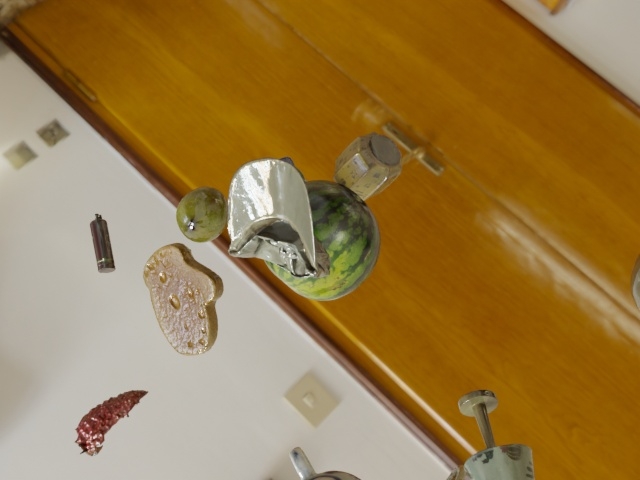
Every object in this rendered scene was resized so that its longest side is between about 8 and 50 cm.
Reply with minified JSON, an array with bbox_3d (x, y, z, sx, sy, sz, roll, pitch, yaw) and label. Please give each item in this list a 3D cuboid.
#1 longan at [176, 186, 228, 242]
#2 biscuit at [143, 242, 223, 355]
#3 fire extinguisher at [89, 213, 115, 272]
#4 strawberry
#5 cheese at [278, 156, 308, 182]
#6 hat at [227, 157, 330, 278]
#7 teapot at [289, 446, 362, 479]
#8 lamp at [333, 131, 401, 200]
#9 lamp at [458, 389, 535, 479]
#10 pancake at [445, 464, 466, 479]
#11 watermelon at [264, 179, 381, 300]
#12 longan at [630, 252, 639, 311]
[{"bbox_3d":[-0.319,-0.073,1.987,0.155,0.145,0.176,-30,-177,26],"label":"longan"},{"bbox_3d":[-0.390,0.163,2.120,0.287,0.343,0.057,-33,167,34],"label":"biscuit"},{"bbox_3d":[-0.538,0.001,1.768,0.043,0.158,0.064,-12,165,-13],"label":"fire extinguisher"},{"bbox_3d":[-0.525,0.432,1.776,0.208,0.087,0.167,-50,-178,-19],"label":"strawberry"},{"bbox_3d":[-0.074,-0.121,2.009,0.204,0.320,0.083,-21,144,-11],"label":"cheese"},{"bbox_3d":[-0.062,-0.035,1.397,0.149,0.214,0.244,-8,110,-58],"label":"hat"},{"bbox_3d":[0.022,0.701,1.832,0.252,0.424,0.280,-29,133,-6],"label":"teapot"},{"bbox_3d":[0.131,-0.206,2.008,0.161,0.161,0.185,-37,178,-41],"label":"lamp"},{"bbox_3d":[0.305,0.368,1.255,0.121,0.121,0.214,-57,-152,38],"label":"lamp"},{"bbox_3d":[0.251,0.510,1.430,0.151,0.025,0.151,-53,170,-13],"label":"pancake"},{"bbox_3d":[0.000,0.000,1.686,0.285,0.285,0.285,-45,168,-12],"label":"watermelon"},{"bbox_3d":[0.876,0.100,1.625,0.288,0.288,0.350,-43,-162,-22],"label":"longan"}]
